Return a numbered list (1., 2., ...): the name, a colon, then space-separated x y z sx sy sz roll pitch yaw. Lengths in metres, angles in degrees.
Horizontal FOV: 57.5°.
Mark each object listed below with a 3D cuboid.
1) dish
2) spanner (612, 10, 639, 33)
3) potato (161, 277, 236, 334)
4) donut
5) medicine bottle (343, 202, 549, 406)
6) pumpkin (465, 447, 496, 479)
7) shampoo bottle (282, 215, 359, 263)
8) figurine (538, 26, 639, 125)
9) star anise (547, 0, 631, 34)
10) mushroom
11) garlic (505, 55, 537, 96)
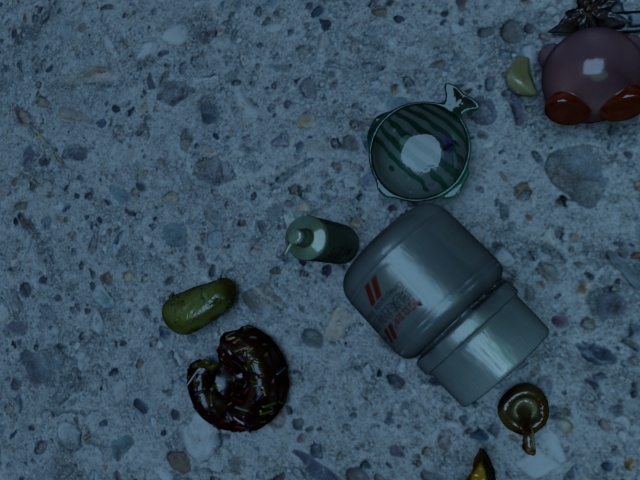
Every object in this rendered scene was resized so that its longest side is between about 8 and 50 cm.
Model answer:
1. dish: 0.208 -0.181 1.149 0.224 0.078 0.246 42 100 17
2. spanner: 0.681 -0.391 1.033 0.316 0.024 0.087 2 92 19
3. potato: -0.267 0.145 1.289 0.188 0.085 0.105 -29 55 12
4. donut: -0.182 0.304 1.238 0.230 0.096 0.216 -26 78 15
5. medicine bottle: 0.218 0.112 1.035 0.245 0.245 0.306 -46 74 10
6. pumpkin: 0.231 0.526 1.056 0.190 0.139 0.280 -8 81 18
7. shampoo bottle: 0.000 0.000 1.110 0.085 0.262 0.085 -1 86 19
8. figurine: 0.476 -0.290 1.020 0.173 0.173 0.173 -2 85 19
9. star anise: 0.507 -0.413 1.071 0.129 0.056 0.124 34 93 35
10. mushroom: 0.366 0.326 1.053 0.088 0.072 0.129 7 54 6
11. garlic: 0.384 -0.314 1.121 0.053 0.041 0.083 -5 77 14
